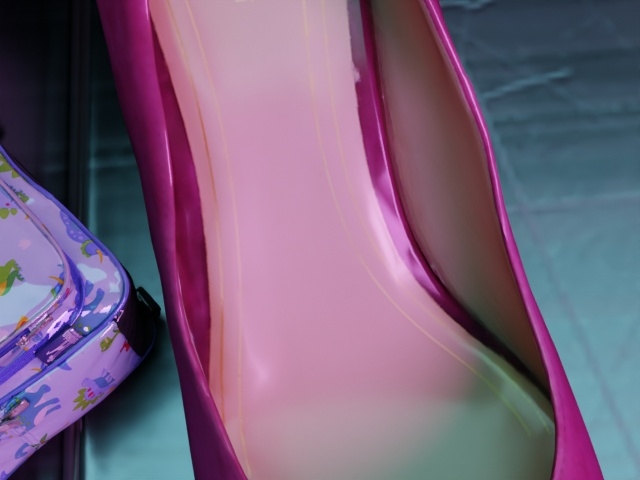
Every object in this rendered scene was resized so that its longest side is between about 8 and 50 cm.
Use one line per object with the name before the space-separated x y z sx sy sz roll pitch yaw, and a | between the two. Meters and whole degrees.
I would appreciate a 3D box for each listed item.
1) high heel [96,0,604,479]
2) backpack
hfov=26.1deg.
high heel | 0.000 0.000 0.390 0.127 0.181 0.377 -21 69 -3
backpack | -0.127 0.026 0.446 0.114 0.084 0.105 -44 70 -8
